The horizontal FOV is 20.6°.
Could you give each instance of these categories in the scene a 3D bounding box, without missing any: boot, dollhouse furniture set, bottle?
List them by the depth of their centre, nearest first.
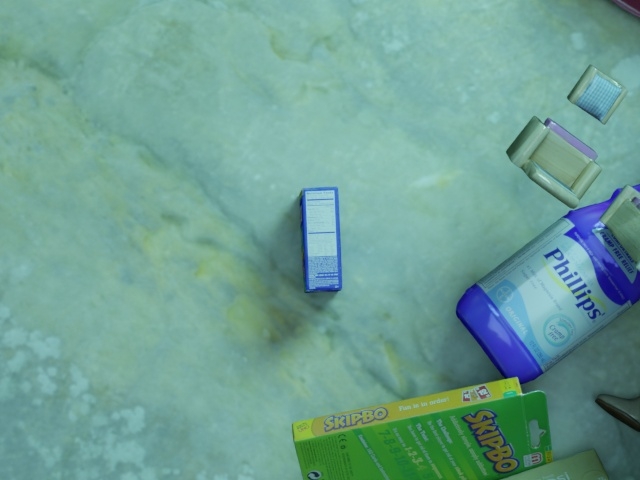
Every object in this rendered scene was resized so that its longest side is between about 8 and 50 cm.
[{"bbox_3d":[0.386,-0.105,1.653,0.286,0.198,0.303,35,100,-9],"label":"dollhouse furniture set"},{"bbox_3d":[0.279,0.027,1.825,0.283,0.092,0.118,-36,94,0],"label":"bottle"},{"bbox_3d":[0.360,0.165,1.849,0.118,0.042,0.087,33,83,1],"label":"boot"}]

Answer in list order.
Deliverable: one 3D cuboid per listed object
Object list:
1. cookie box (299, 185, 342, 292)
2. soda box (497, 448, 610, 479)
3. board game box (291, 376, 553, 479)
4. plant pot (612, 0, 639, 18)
[{"bbox_3d":[0.000,0.000,1.834,0.040,0.092,0.107,-2,87,-2],"label":"cookie box"},{"bbox_3d":[0.213,0.281,1.824,0.181,0.061,0.058,-19,121,1],"label":"soda box"},{"bbox_3d":[0.108,0.213,1.817,0.259,0.039,0.124,-10,131,3],"label":"board game box"},{"bbox_3d":[0.381,-0.339,1.798,0.201,0.201,0.180,31,73,2],"label":"plant pot"}]
